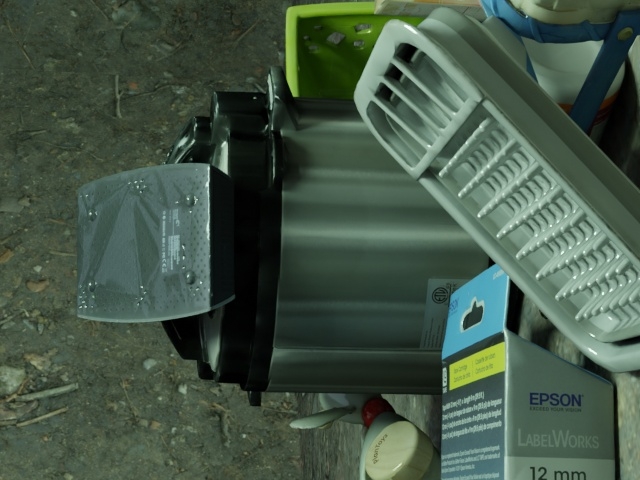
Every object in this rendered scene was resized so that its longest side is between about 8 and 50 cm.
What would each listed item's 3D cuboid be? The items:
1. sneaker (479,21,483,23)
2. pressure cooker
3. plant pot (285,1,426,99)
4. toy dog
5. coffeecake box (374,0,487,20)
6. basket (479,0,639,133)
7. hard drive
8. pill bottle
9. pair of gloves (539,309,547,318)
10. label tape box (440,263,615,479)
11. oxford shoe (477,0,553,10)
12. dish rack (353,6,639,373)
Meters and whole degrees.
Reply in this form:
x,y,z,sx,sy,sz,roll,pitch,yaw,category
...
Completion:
x,y,z,sx,sy,sz,roll,pitch,yaw,category
0.179,-0.347,1.675,0.223,0.083,0.098,-96,16,-49,sneaker
0.001,0.001,1.617,0.375,0.421,0.369,119,150,-74,pressure cooker
0.062,-0.204,1.987,0.207,0.227,0.228,94,175,-67,plant pot
0.063,0.290,1.696,0.161,0.220,0.334,-45,8,-3,toy dog
0.155,-0.314,1.441,0.068,0.186,0.142,155,117,-81,coffeecake box
0.192,-0.240,1.052,0.289,0.201,0.254,118,139,-56,basket
-0.184,0.006,1.489,0.255,0.054,0.171,-6,83,47,hard drive
0.203,-0.096,1.273,0.221,0.121,0.121,101,168,-46,pill bottle
0.237,0.036,1.390,0.074,0.010,0.083,102,170,-57,pair of gloves
0.195,0.208,1.294,0.249,0.115,0.347,127,148,-76,label tape box
0.203,-0.397,1.332,0.146,0.141,0.396,-30,65,60,oxford shoe
0.173,-0.042,1.064,0.333,0.072,0.285,48,169,3,dish rack
